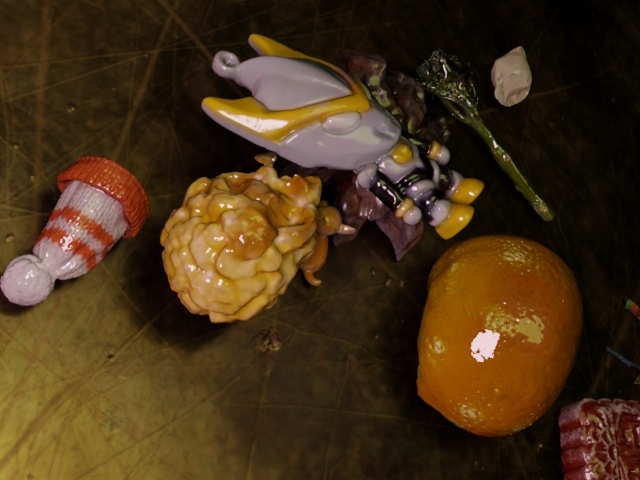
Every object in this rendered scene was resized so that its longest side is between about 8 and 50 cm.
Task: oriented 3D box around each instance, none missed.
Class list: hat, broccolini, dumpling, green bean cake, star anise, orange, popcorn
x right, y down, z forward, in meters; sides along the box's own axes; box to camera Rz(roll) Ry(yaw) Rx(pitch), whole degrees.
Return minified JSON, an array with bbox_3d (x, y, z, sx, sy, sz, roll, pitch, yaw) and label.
[{"bbox_3d":[-0.244,0.001,1.300,0.093,0.112,0.162,26,67,12],"label":"hat"},{"bbox_3d":[0.207,-0.127,1.657,0.254,0.071,0.057,54,13,-10],"label":"broccolini"},{"bbox_3d":[0.244,-0.208,1.702,0.052,0.057,0.076,-7,43,4],"label":"dumpling"},{"bbox_3d":[0.351,0.256,1.571,0.135,0.056,0.135,7,67,-29],"label":"green bean cake"},{"bbox_3d":[0.067,-0.108,1.516,0.236,0.109,0.223,50,59,-8],"label":"star anise"},{"bbox_3d":[0.201,0.093,1.482,0.179,0.158,0.237,23,61,-3],"label":"orange"},{"bbox_3d":[-0.077,-0.001,1.352,0.180,0.180,0.170,-14,113,-34],"label":"popcorn"}]

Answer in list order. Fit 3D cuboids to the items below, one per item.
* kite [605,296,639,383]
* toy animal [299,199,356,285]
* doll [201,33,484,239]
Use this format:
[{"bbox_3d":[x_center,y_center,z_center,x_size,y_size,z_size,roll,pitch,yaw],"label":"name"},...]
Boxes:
[{"bbox_3d":[0.447,0.125,1.707,0.160,0.010,0.183,41,56,-11],"label":"kite"},{"bbox_3d":[0.000,0.000,1.443,0.060,0.083,0.081,10,64,-28],"label":"toy animal"},{"bbox_3d":[0.023,-0.110,1.400,0.316,0.103,0.145,33,66,-5],"label":"doll"}]
